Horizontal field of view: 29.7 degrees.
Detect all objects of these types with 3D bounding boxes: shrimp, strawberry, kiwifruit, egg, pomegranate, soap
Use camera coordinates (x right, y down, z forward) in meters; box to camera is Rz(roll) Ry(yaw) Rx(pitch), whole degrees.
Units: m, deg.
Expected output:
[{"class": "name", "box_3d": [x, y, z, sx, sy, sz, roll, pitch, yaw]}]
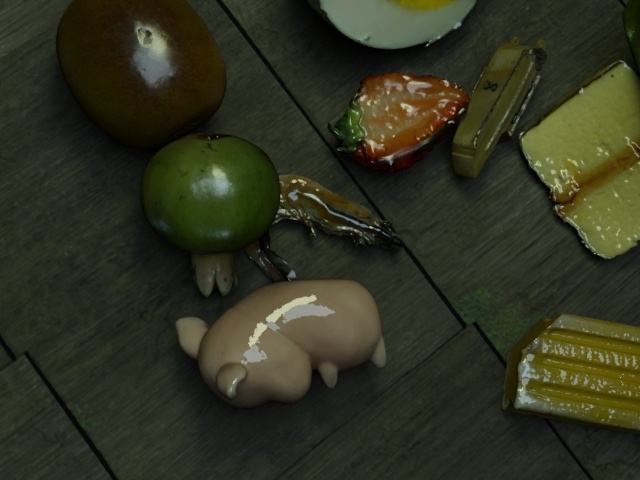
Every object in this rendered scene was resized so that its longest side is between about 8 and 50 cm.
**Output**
[{"class": "shrimp", "box_3d": [0.000, 0.000, 1.625, 0.219, 0.046, 0.152, 19, 75, -1]}, {"class": "strawberry", "box_3d": [0.101, -0.160, 1.658, 0.140, 0.085, 0.192, 37, 69, 7]}, {"class": "kiwifruit", "box_3d": [-0.234, -0.237, 1.563, 0.196, 0.196, 0.234, -27, 78, -14]}, {"class": "egg", "box_3d": [0.074, -0.433, 1.645, 0.337, 0.201, 0.337, -14, 120, -26]}, {"class": "pomegranate", "box_3d": [-0.136, -0.038, 1.543, 0.179, 0.179, 0.210, -11, 81, -12]}, {"class": "soap", "box_3d": [0.372, 0.181, 1.639, 0.232, 0.073, 0.140, 11, 75, -7]}]

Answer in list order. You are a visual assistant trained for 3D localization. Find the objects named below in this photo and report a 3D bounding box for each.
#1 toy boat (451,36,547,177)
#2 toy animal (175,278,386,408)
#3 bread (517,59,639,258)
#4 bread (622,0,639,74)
[{"class": "toy boat", "box_3d": [0.251, -0.185, 1.691, 0.068, 0.088, 0.226, 17, 73, 37]}, {"class": "toy animal", "box_3d": [-0.039, 0.126, 1.532, 0.250, 0.166, 0.154, -22, 103, -23]}, {"class": "bread", "box_3d": [0.408, -0.101, 1.673, 0.178, 0.135, 0.240, -38, 89, -15]}, {"class": "bread", "box_3d": [0.589, -0.221, 1.665, 0.382, 0.129, 0.366, 24, 49, -30]}]
